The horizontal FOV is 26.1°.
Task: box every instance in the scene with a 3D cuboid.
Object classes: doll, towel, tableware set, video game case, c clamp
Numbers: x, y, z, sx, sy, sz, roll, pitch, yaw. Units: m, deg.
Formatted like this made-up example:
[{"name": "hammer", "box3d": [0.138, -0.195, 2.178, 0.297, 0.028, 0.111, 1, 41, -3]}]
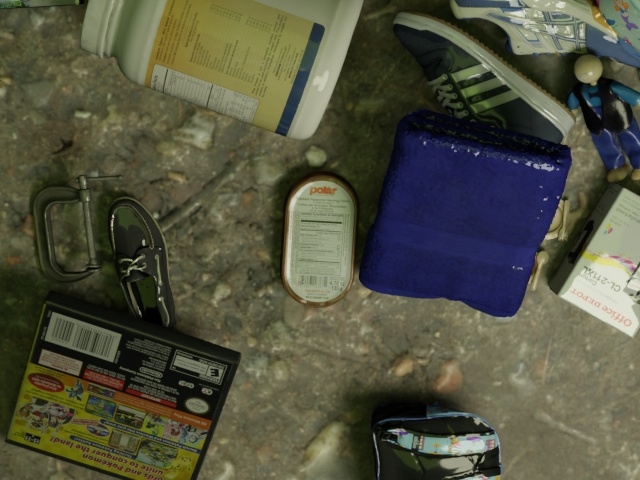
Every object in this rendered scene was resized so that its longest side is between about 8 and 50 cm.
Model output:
[{"name": "doll", "box3d": [0.386, -0.167, 1.836, 0.129, 0.046, 0.189, -4, 126, 43]}, {"name": "towel", "box3d": [0.184, -0.034, 1.802, 0.227, 0.076, 0.308, 11, 138, -1]}, {"name": "tableware set", "box3d": [0.259, -0.013, 1.913, 0.168, 0.020, 0.141, 20, 100, -4]}, {"name": "video game case", "box3d": [-0.275, 0.217, 1.906, 0.275, 0.035, 0.248, 19, 117, -5]}, {"name": "c clamp", "box3d": [-0.333, -0.014, 1.884, 0.137, 0.022, 0.161, 5, 104, 18]}]

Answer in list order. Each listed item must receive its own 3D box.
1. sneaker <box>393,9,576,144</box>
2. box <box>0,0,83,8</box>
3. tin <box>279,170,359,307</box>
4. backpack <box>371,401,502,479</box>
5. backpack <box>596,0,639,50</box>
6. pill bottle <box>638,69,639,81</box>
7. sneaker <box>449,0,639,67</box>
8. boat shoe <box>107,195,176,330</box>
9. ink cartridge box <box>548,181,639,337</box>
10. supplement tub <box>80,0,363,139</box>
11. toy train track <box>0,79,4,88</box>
[{"name": "sneaker", "box3d": [0.189, -0.175, 1.830, 0.282, 0.099, 0.153, 33, 86, -10]}, {"name": "box", "box3d": [-0.401, -0.423, 1.812, 0.159, 0.044, 0.233, -3, 101, -1]}, {"name": "tin", "box3d": [0.000, 0.000, 1.904, 0.106, 0.040, 0.190, 2, 101, -6]}, {"name": "backpack", "box3d": [0.161, 0.298, 1.921, 0.173, 0.117, 0.158, -6, 100, 1]}, {"name": "backpack", "box3d": [0.477, -0.352, 1.736, 0.225, 0.191, 0.253, 32, 80, -9]}, {"name": "pill bottle", "box3d": [0.474, -0.226, 1.864, 0.083, 0.043, 0.043, -14, 101, 2]}, {"name": "sneaker", "box3d": [0.310, -0.295, 1.833, 0.296, 0.112, 0.131, 27, 127, -13]}, {"name": "boat shoe", "box3d": [-0.244, 0.041, 1.892, 0.075, 0.065, 0.206, -14, 101, 2]}, {"name": "ink cartridge box", "box3d": [0.415, 0.027, 1.896, 0.127, 0.072, 0.175, 29, 98, -7]}, {"name": "supplement tub", "box3d": [-0.123, -0.280, 1.751, 0.316, 0.228, 0.228, 20, 100, -4]}, {"name": "toy train track", "box3d": [-0.458, -0.205, 1.869, 0.048, 0.014, 0.083, 24, 105, -12]}]
